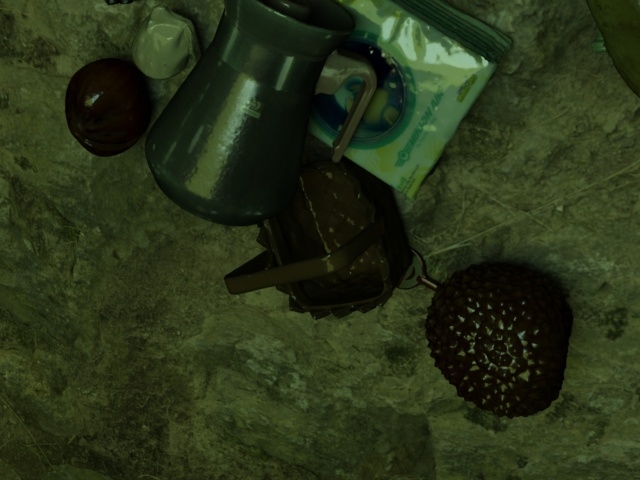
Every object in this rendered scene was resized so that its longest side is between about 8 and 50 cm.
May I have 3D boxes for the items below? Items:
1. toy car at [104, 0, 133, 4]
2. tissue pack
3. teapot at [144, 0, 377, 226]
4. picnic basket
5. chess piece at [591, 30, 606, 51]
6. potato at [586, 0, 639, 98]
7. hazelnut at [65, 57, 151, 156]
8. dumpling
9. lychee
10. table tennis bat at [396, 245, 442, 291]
[{"bbox_3d":[-0.342,-0.489,1.347,0.165,0.062,0.071,4,116,24],"label":"toy car"},{"bbox_3d":[0.074,-0.295,1.191,0.388,0.162,0.287,33,124,6],"label":"tissue pack"},{"bbox_3d":[-0.086,-0.207,1.090,0.300,0.253,0.344,14,125,-22],"label":"teapot"},{"bbox_3d":[0.000,0.000,1.278,0.254,0.321,0.291,-12,104,33],"label":"picnic basket"},{"bbox_3d":[0.432,-0.335,1.080,0.042,0.042,0.093,1,108,25],"label":"chess piece"},{"bbox_3d":[0.482,-0.325,0.977,0.210,0.173,0.307,-21,107,10],"label":"potato"},{"bbox_3d":[-0.433,-0.271,1.429,0.178,0.178,0.204,45,138,-1],"label":"hazelnut"},{"bbox_3d":[-0.290,-0.368,1.358,0.136,0.118,0.199,29,152,-7],"label":"dumpling"},{"bbox_3d":[0.309,0.168,1.254,0.268,0.267,0.267,10,118,20],"label":"lychee"},{"bbox_3d":[0.183,0.065,1.408,0.155,0.019,0.098,30,122,12],"label":"table tennis bat"}]
